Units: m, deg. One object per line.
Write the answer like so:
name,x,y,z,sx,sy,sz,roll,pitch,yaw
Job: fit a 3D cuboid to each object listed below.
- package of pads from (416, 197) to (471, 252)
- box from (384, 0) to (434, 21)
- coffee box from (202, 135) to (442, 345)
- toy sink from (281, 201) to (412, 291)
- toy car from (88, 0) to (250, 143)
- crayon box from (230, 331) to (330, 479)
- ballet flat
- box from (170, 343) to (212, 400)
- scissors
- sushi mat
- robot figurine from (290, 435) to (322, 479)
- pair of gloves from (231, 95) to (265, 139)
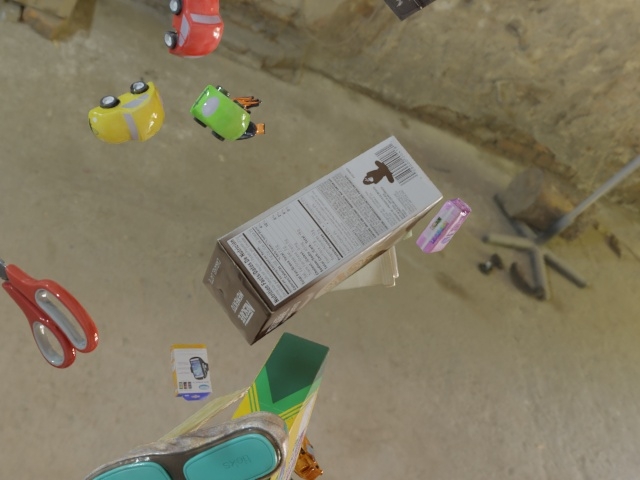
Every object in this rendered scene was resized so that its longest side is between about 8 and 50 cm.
package of pads,0.179,-0.020,1.017,0.032,0.083,0.050,43,26,19
box,0.146,-0.503,1.180,0.231,0.183,0.056,37,43,-36
coffee box,0.000,0.000,0.802,0.247,0.141,0.098,-33,80,-24
toy sink,0.054,-0.002,1.099,0.234,0.131,0.153,-9,15,6
toy car,-0.158,-0.190,0.929,0.053,0.239,0.225,40,5,34
crayon box,-0.107,0.404,1.291,0.106,0.362,0.313,19,29,7
ballet flat,-0.181,0.311,0.966,0.106,0.316,0.107,-54,125,-74
box,-0.297,0.304,1.614,0.081,0.028,0.136,5,59,-29
scissors,-0.373,0.032,0.840,0.297,0.109,0.021,48,38,7
sushi mat,-0.318,0.462,1.795,0.317,0.152,0.019,-27,92,-57
robot figurine,-0.110,0.552,1.847,0.085,0.211,0.291,44,1,-34
pair of gloves,-0.135,-0.212,1.218,0.074,0.010,0.083,-9,71,-2
